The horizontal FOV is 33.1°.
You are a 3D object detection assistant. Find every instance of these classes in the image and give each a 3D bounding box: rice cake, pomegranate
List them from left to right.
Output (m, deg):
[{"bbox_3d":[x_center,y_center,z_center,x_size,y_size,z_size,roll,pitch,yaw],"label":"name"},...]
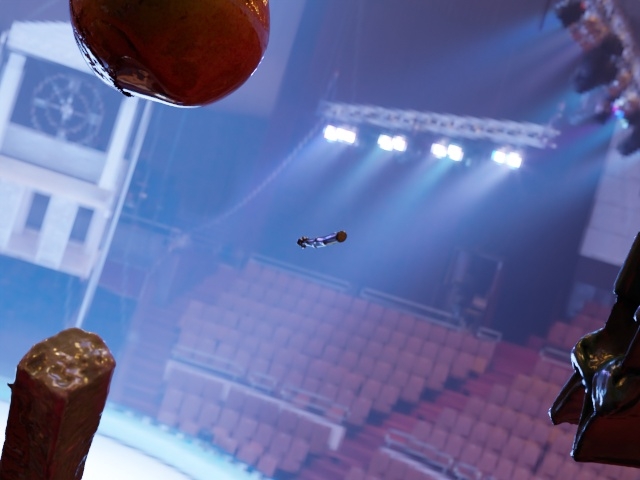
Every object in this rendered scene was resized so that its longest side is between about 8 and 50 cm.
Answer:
[{"bbox_3d":[-0.136,0.123,0.523,0.036,0.206,0.047,37,40,20],"label":"rice cake"},{"bbox_3d":[-0.149,-0.240,1.077,0.210,0.210,0.235,17,-18,9],"label":"pomegranate"}]

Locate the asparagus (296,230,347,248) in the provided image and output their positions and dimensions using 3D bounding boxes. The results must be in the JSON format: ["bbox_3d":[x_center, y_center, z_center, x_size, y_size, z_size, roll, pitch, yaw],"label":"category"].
[{"bbox_3d":[0.000,0.000,1.304,0.015,0.018,0.127,2,-4,-24],"label":"asparagus"}]

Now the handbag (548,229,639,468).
[{"bbox_3d":[0.326,0.040,0.780,0.239,0.326,0.089,6,34,-17],"label":"handbag"}]
